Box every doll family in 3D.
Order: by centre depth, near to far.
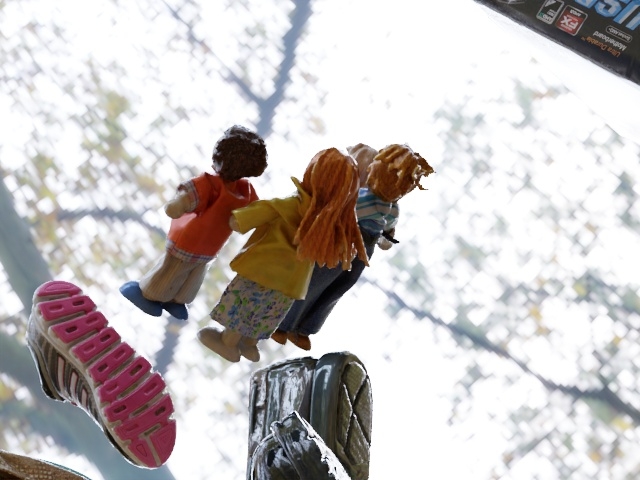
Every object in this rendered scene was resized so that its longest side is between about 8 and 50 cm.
[{"bbox_3d":[0.000,0.000,1.193,0.163,0.118,0.263,-58,-25,16],"label":"doll family"}]

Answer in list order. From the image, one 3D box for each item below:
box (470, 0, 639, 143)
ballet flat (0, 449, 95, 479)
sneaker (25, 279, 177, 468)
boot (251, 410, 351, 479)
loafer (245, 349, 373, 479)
[{"bbox_3d":[0.286,-0.105,1.340,0.293,0.295,0.073,27,-85,-50],"label":"box"},{"bbox_3d":[-0.265,0.199,1.407,0.206,0.067,0.073,22,-53,-9],"label":"ballet flat"},{"bbox_3d":[-0.178,0.113,1.404,0.063,0.170,0.075,-34,-8,-37],"label":"sneaker"},{"bbox_3d":[-0.041,0.241,0.937,0.207,0.246,0.094,-27,-12,1],"label":"boot"},{"bbox_3d":[-0.022,0.201,1.185,0.084,0.267,0.096,-4,-32,24],"label":"loafer"}]
